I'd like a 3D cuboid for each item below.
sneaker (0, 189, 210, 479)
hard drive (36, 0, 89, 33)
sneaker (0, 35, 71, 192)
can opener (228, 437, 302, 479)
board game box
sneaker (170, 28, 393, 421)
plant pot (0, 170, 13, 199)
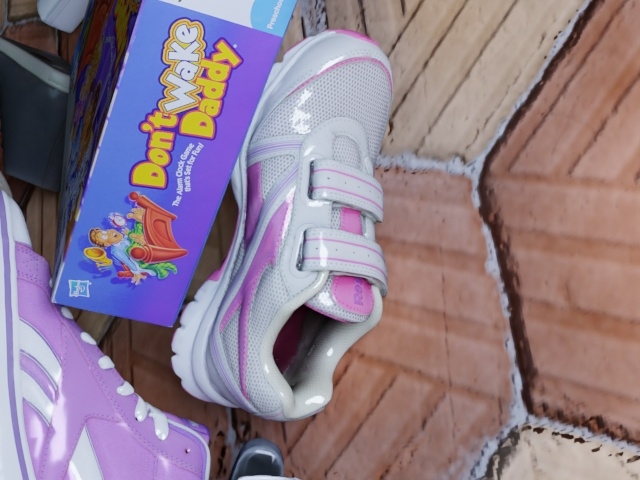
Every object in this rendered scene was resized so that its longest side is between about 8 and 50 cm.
[{"bbox_3d":[-0.159,0.099,0.688,0.102,0.161,0.282,-22,76,53],"label":"sneaker"},{"bbox_3d":[-0.176,-0.398,1.018,0.353,0.047,0.233,-38,51,37],"label":"hard drive"},{"bbox_3d":[-0.299,-0.132,1.045,0.222,0.083,0.118,33,104,49],"label":"sneaker"},{"bbox_3d":[-0.060,0.266,0.648,0.093,0.074,0.280,-122,53,-84],"label":"can opener"},{"bbox_3d":[-0.111,-0.142,0.722,0.347,0.078,0.233,-106,35,-55],"label":"board game box"},{"bbox_3d":[0.000,0.000,0.638,0.111,0.103,0.252,26,104,47],"label":"sneaker"},{"bbox_3d":[-0.443,-0.044,0.999,0.305,0.334,0.334,30,101,48],"label":"plant pot"}]
